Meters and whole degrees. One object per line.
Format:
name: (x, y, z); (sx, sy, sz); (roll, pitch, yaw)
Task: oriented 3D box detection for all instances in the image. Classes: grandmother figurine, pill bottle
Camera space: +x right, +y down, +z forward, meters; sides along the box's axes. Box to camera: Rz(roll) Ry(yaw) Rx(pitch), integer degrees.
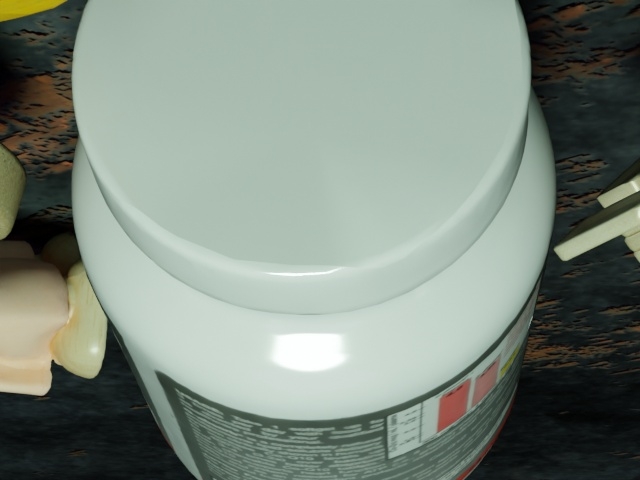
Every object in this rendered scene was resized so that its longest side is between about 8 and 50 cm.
grandmother figurine: (-0.296, 0.032, 0.968); (0.342, 0.104, 0.208); (4, -178, -25)
pill bottle: (0.000, 0.000, 0.800); (0.210, 0.210, 0.363); (0, 159, 2)

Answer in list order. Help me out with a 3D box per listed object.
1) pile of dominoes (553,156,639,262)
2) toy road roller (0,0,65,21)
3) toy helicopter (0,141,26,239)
pile of dominoes: (0.223, -0.061, 0.705); (0.196, 0.040, 0.251); (-38, -175, -38)
toy road roller: (-0.244, -0.074, 0.570); (0.329, 0.241, 0.202); (-10, 157, 25)
toy helicopter: (-0.316, -0.057, 0.830); (0.355, 0.140, 0.235); (11, 168, 1)
